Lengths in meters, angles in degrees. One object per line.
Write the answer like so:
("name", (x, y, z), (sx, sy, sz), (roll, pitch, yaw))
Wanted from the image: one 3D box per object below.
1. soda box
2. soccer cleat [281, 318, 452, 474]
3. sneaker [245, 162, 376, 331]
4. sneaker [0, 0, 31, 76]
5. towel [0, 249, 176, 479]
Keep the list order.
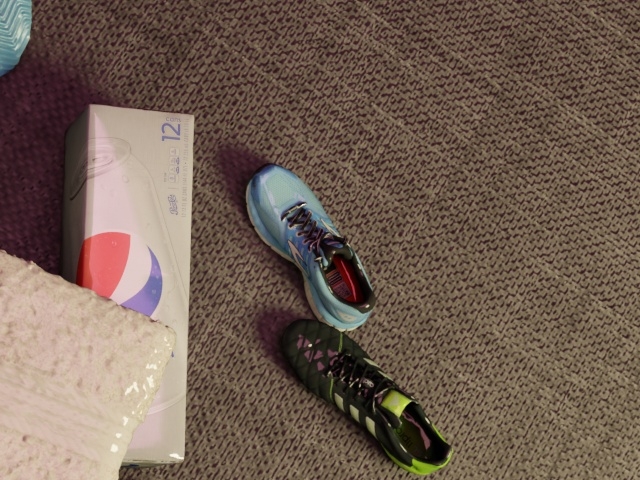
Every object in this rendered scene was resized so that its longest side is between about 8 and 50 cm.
("soda box", (-0.161, 0.039, 1.562), (0.091, 0.098, 0.286), (5, 80, -19))
("soccer cleat", (0.043, 0.129, 1.634), (0.179, 0.072, 0.060), (44, 69, -8))
("sneaker", (0.000, 0.000, 1.640), (0.063, 0.073, 0.162), (-37, 95, -22))
("sneaker", (-0.309, -0.237, 1.566), (0.087, 0.092, 0.228), (-31, 112, -24))
("towel", (-0.264, 0.094, 1.443), (0.282, 0.049, 0.187), (24, 75, -8))
